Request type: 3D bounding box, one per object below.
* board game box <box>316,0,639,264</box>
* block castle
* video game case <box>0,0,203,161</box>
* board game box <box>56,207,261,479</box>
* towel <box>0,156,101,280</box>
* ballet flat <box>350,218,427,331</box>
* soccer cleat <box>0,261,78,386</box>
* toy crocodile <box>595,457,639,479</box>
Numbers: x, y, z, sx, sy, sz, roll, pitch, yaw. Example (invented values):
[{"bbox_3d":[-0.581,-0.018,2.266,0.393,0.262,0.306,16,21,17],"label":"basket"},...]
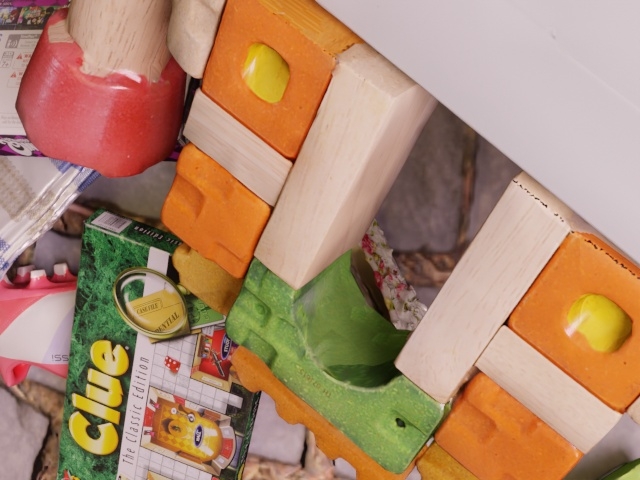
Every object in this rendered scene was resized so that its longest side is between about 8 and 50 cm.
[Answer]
[{"bbox_3d":[0.173,-0.107,0.417,0.224,0.303,0.097,43,131,20],"label":"board game box"},{"bbox_3d":[0.094,-0.021,0.522,0.453,0.303,0.213,39,131,14],"label":"block castle"},{"bbox_3d":[-0.173,-0.159,0.716,0.232,0.042,0.210,3,68,19],"label":"video game case"},{"bbox_3d":[-0.111,0.114,0.691,0.136,0.030,0.260,20,120,12],"label":"board game box"},{"bbox_3d":[-0.287,-0.039,0.763,0.285,0.034,0.209,-47,61,3],"label":"towel"},{"bbox_3d":[0.000,0.000,0.681,0.091,0.077,0.241,-38,79,17],"label":"ballet flat"},{"bbox_3d":[-0.140,0.063,0.735,0.248,0.083,0.095,-1,101,22],"label":"soccer cleat"},{"bbox_3d":[0.078,0.248,0.635,0.340,0.105,0.115,-30,81,8],"label":"toy crocodile"}]
